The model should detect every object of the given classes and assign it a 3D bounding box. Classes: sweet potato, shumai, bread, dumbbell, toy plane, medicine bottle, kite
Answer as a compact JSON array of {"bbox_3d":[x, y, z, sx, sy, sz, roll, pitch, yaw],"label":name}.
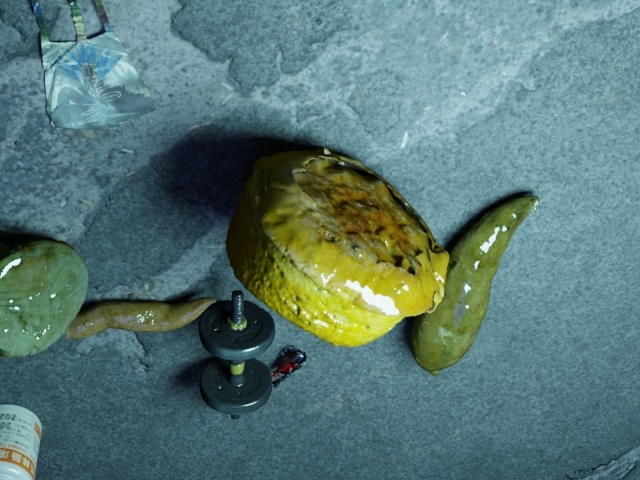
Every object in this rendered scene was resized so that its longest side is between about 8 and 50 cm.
[{"bbox_3d":[0.272,0.087,1.734,0.130,0.130,0.422,14,116,-18],"label":"sweet potato"},{"bbox_3d":[-0.334,0.142,1.727,0.281,0.059,0.067,-5,109,-6],"label":"sweet potato"},{"bbox_3d":[-0.550,0.068,1.605,0.204,0.222,0.272,24,154,29],"label":"shumai"},{"bbox_3d":[0.024,0.011,1.506,0.358,0.337,0.204,25,128,-17],"label":"bread"},{"bbox_3d":[-0.160,0.224,1.761,0.143,0.143,0.325,-1,128,-7],"label":"dumbbell"},{"bbox_3d":[-0.072,0.256,1.854,0.037,0.060,0.145,32,133,-28],"label":"toy plane"},{"bbox_3d":[-0.632,0.455,1.807,0.144,0.252,0.144,-3,127,-3],"label":"medicine bottle"},{"bbox_3d":[-0.377,-0.298,1.410,0.169,0.015,0.310,-13,129,3],"label":"kite"}]
